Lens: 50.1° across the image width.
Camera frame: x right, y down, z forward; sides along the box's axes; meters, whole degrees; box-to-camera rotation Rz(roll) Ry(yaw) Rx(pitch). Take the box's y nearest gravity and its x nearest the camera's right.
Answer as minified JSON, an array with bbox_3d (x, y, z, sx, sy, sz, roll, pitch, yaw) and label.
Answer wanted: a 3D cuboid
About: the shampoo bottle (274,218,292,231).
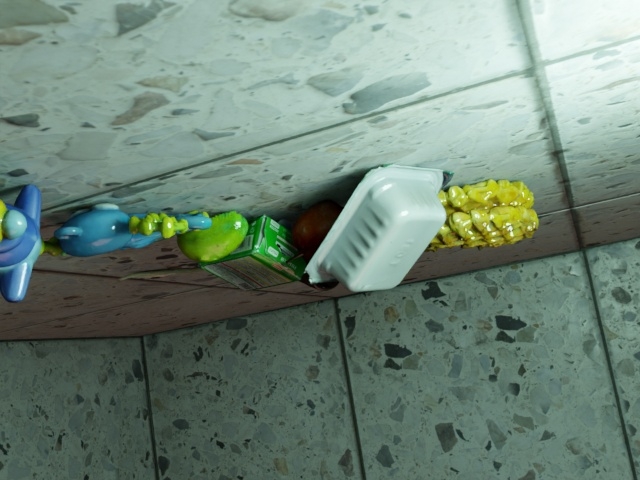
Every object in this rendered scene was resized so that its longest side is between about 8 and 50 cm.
[{"bbox_3d":[-0.152,-0.005,1.773,0.087,0.049,0.233,-1,167,-34],"label":"shampoo bottle"}]

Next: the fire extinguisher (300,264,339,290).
[{"bbox_3d":[-0.058,0.047,1.821,0.137,0.102,0.344,0,-170,-32],"label":"fire extinguisher"}]

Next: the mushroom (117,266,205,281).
[{"bbox_3d":[-0.465,0.097,2.104,0.305,0.043,0.068,-9,152,4],"label":"mushroom"}]

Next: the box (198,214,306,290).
[{"bbox_3d":[-0.165,0.036,1.677,0.250,0.103,0.180,-13,143,44],"label":"box"}]

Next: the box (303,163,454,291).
[{"bbox_3d":[0.144,-0.001,1.478,0.264,0.106,0.337,-1,135,-42],"label":"box"}]

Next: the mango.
[{"bbox_3d":[-0.242,-0.008,1.554,0.178,0.100,0.119,-22,163,22],"label":"mango"}]

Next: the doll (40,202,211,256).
[{"bbox_3d":[-0.391,-0.030,1.377,0.345,0.099,0.341,-9,-177,25],"label":"doll"}]

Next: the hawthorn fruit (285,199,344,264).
[{"bbox_3d":[0.000,0.000,1.584,0.194,0.157,0.157,-36,177,-16],"label":"hawthorn fruit"}]

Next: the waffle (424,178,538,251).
[{"bbox_3d":[0.393,-0.056,1.727,0.323,0.151,0.261,-5,172,-29],"label":"waffle"}]

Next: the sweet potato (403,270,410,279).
[{"bbox_3d":[0.226,0.087,2.409,0.131,0.131,0.336,-13,170,21],"label":"sweet potato"}]

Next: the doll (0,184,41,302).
[{"bbox_3d":[-0.593,0.012,1.107,0.365,0.187,0.376,-3,-171,8],"label":"doll"}]
